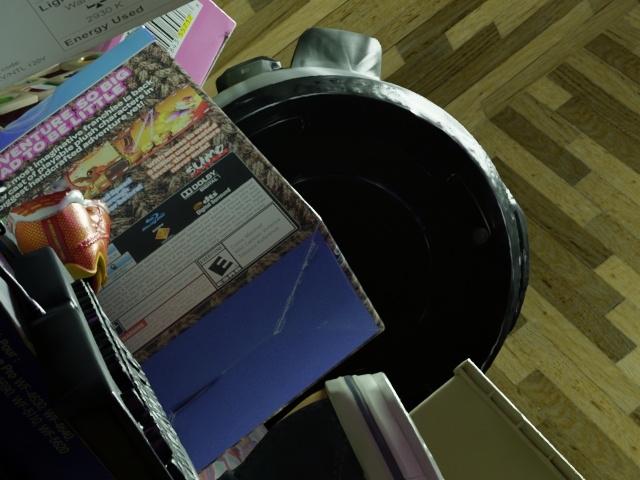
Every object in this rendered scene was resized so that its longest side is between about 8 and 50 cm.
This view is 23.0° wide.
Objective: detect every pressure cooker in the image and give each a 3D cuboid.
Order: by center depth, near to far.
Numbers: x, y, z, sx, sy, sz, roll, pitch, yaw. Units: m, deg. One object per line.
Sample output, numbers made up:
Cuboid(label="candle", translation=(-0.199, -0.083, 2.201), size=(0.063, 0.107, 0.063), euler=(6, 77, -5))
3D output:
Cuboid(label="pressure cooker", translation=(-0.006, -0.003, 1.606), size=(0.375, 0.370, 0.420), euler=(52, 0, -9))

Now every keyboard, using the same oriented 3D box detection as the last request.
Cuboid(label="keyboard", translation=(-0.115, 0.045, 0.744), size=(0.201, 0.033, 0.317), euler=(53, -6, -17))

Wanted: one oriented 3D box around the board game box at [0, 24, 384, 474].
Cuboid(label="board game box", translation=(-0.136, 0.015, 1.186), size=(0.291, 0.232, 0.141), euler=(49, -7, 42))

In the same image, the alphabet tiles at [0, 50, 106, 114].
Cuboid(label="alphabet tiles", translation=(-0.295, -0.136, 1.355), size=(0.237, 0.198, 0.009), euler=(11, -62, 45))

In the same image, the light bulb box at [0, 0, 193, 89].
Cuboid(label="light bulb box", translation=(-0.237, -0.279, 0.935), size=(0.361, 0.358, 0.225), euler=(62, 4, -63))

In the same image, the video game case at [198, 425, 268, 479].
Cuboid(label="video game case", translation=(-0.089, 0.194, 1.333), size=(0.201, 0.023, 0.183), euler=(53, 27, -10))

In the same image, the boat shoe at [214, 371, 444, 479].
Cuboid(label="boat shoe", translation=(0.055, 0.279, 0.759), size=(0.500, 0.156, 0.187), euler=(64, -1, 43))

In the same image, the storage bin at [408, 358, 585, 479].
Cuboid(label="storage bin", translation=(0.086, 0.258, 1.041), size=(0.260, 0.262, 0.123), euler=(47, -6, 47))

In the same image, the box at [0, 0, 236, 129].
Cuboid(label="box", translation=(-0.238, -0.158, 1.517), size=(0.243, 0.213, 0.117), euler=(10, -22, 47))

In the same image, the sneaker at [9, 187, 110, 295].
Cuboid(label="sneaker", translation=(-0.163, 0.008, 1.000), size=(0.175, 0.064, 0.067), euler=(-113, -175, -89))

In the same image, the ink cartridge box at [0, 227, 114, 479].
Cuboid(label="ink cartridge box", translation=(-0.194, 0.038, 0.889), size=(0.333, 0.065, 0.165), euler=(44, -9, 51))

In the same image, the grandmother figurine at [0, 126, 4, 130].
Cuboid(label="grandmother figurine", translation=(-0.267, 0.004, 1.497), size=(0.208, 0.104, 0.342), euler=(52, -7, 21))
